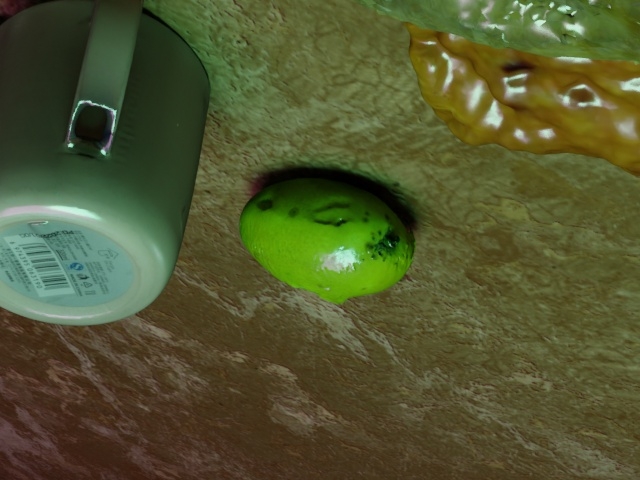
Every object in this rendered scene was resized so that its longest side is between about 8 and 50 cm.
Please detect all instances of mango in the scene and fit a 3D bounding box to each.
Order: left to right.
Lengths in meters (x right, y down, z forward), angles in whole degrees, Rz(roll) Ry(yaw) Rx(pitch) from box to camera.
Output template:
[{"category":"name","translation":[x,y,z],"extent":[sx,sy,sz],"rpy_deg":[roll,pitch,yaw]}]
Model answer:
[{"category":"mango","translation":[-0.001,0.001,1.131],"extent":[0.178,0.100,0.119],"rpy_deg":[12,155,37]}]

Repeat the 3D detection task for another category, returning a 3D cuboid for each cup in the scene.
[{"category":"cup","translation":[-0.182,-0.073,0.980],"extent":[0.191,0.200,0.253],"rpy_deg":[14,140,-14]}]

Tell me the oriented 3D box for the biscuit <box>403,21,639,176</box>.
[{"category":"biscuit","translation":[0.175,-0.155,0.699],"extent":[0.318,0.110,0.312],"rpy_deg":[9,153,26]}]

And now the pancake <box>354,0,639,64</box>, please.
[{"category":"pancake","translation":[0.035,-0.183,0.486],"extent":[0.382,0.071,0.382],"rpy_deg":[25,165,7]}]
